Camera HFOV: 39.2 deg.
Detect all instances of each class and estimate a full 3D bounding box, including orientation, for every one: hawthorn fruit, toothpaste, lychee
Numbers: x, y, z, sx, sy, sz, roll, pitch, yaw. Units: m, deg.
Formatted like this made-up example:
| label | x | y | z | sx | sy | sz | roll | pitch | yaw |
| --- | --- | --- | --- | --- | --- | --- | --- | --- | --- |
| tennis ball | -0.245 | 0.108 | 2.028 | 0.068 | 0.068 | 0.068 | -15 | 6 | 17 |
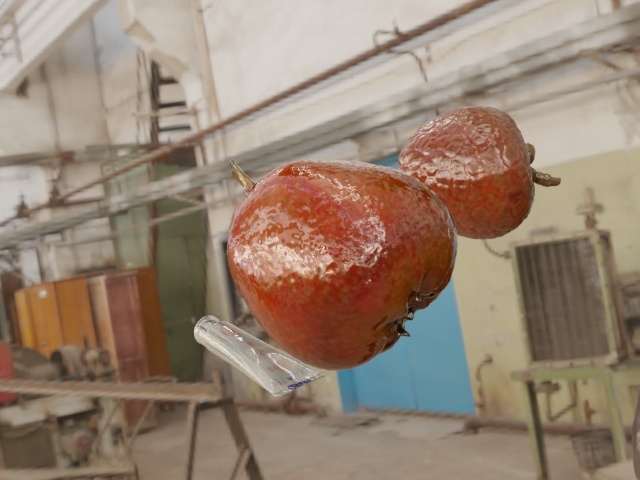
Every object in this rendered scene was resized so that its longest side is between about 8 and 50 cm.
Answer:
| label | x | y | z | sx | sy | sz | roll | pitch | yaw |
| --- | --- | --- | --- | --- | --- | --- | --- | --- | --- |
| hawthorn fruit | 0.000 | 0.000 | 0.793 | 0.196 | 0.225 | 0.196 | -48 | -16 | -18 |
| toothpaste | -0.123 | 0.205 | 1.602 | 0.100 | 0.066 | 0.323 | -18 | 22 | -32 |
| lychee | 0.294 | -0.127 | 1.667 | 0.300 | 0.255 | 0.255 | -11 | -1 | 2 |

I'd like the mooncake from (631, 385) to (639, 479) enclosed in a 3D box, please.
| label | x | y | z | sx | sy | sz | roll | pitch | yaw |
| --- | --- | --- | --- | --- | --- | --- | --- | --- | --- |
| mooncake | 0.529 | 0.254 | 1.070 | 0.306 | 0.154 | 0.306 | 9 | 2 | 0 |
